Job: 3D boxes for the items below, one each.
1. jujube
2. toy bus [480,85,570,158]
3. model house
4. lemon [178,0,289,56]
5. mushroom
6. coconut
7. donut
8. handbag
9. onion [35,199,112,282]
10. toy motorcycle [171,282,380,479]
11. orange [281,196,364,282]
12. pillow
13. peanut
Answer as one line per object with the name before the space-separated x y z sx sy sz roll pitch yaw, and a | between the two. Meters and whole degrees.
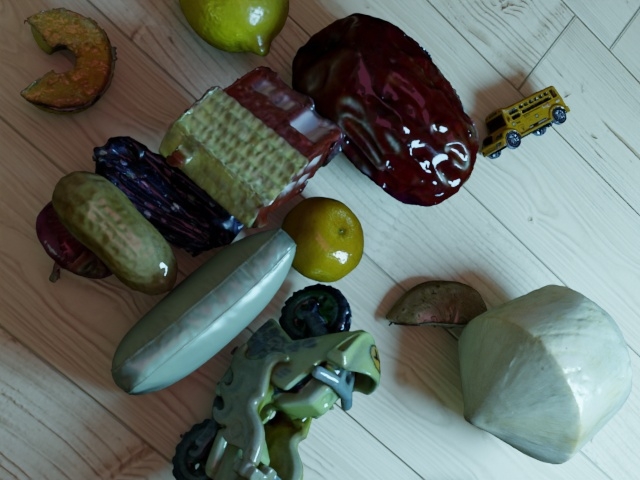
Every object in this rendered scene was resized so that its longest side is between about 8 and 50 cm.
jujube | 0.119 -0.230 1.254 0.377 0.258 0.258 37 73 -10
toy bus | 0.403 -0.239 1.439 0.195 0.083 0.088 -28 89 -22
model house | -0.116 -0.133 1.113 0.196 0.160 0.254 42 41 3
lemon | -0.152 -0.424 1.223 0.187 0.187 0.244 -28 90 -20
mushroom | 0.228 0.123 1.337 0.210 0.072 0.094 7 72 -17
coconut | 0.380 0.239 1.258 0.329 0.329 0.328 3 82 -18
donut | -0.413 -0.285 1.175 0.146 0.078 0.181 3 76 -19
handbag | -0.253 -0.068 1.152 0.260 0.162 0.113 35 71 -14
onion | -0.396 0.013 1.127 0.140 0.150 0.150 -38 97 22
toy motorcycle | -0.058 0.258 1.149 0.410 0.237 0.168 -51 135 -14
orange | 0.000 0.000 1.252 0.155 0.134 0.154 17 62 -34
pillow | -0.184 0.114 1.101 0.322 0.255 0.119 -41 91 -19
peanut | -0.296 -0.010 1.044 0.226 0.108 0.095 45 80 -4
